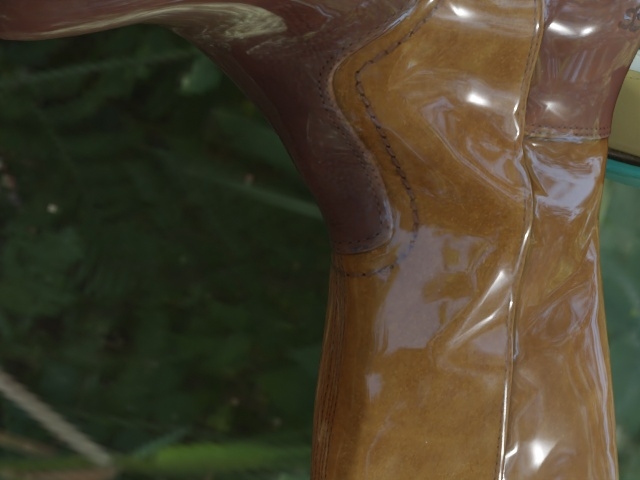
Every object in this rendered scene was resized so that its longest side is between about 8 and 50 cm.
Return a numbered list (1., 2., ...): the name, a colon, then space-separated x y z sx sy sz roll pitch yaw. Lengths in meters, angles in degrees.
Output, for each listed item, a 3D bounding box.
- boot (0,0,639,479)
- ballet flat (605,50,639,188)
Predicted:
1. boot: 0.000 0.000 0.639 0.264 0.096 0.280 -15 118 -36
2. ballet flat: 0.088 -0.067 0.793 0.080 0.232 0.073 15 89 -38
